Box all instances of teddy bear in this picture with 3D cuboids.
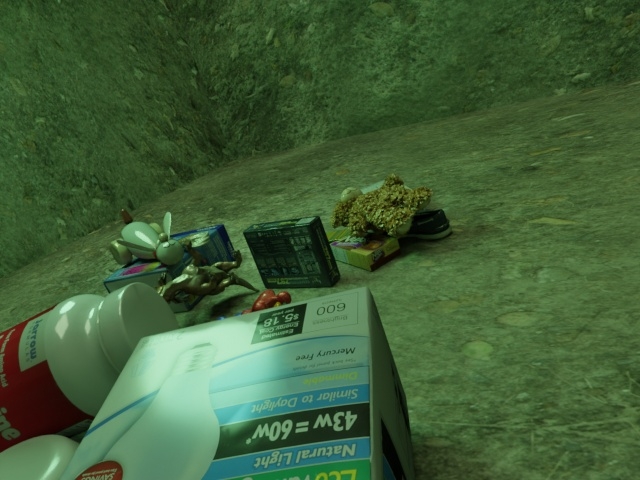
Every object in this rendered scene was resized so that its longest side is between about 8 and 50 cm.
[{"bbox_3d":[0.155,-0.096,1.382,0.245,0.113,0.338,-45,27,-4],"label":"teddy bear"}]

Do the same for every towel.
[{"bbox_3d":[0.000,0.000,1.618,0.237,0.021,0.102,-10,16,26],"label":"towel"}]

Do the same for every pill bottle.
[{"bbox_3d":[-0.469,0.239,0.909,0.408,0.229,0.229,-26,18,9],"label":"pill bottle"}]

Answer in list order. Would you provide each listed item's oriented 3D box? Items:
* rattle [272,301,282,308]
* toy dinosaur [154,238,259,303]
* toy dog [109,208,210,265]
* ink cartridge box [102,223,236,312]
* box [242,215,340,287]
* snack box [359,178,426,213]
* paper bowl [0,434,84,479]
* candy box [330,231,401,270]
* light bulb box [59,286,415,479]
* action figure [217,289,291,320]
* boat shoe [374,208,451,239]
[{"bbox_3d":[-0.156,0.221,1.001,0.200,0.142,0.130,-9,40,11],"label":"rattle"},{"bbox_3d":[-0.325,0.115,1.367,0.296,0.127,0.200,11,-45,-40],"label":"toy dinosaur"},{"bbox_3d":[-0.517,-0.020,1.494,0.334,0.161,0.220,-6,24,31],"label":"toy dog"},{"bbox_3d":[-0.458,0.081,1.639,0.270,0.151,0.395,-10,20,24],"label":"ink cartridge box"},{"bbox_3d":[-0.079,0.037,1.342,0.233,0.183,0.059,-6,23,36],"label":"box"},{"bbox_3d":[0.212,-0.132,1.705,0.187,0.060,0.322,-21,19,-3],"label":"snack box"},{"bbox_3d":[-0.436,0.408,0.740,0.284,0.148,0.284,-17,21,7],"label":"paper bowl"},{"bbox_3d":[0.121,0.024,1.388,0.109,0.053,0.187,-28,22,-24],"label":"candy box"},{"bbox_3d":[-0.079,0.277,0.579,0.358,0.225,0.361,-15,27,12],"label":"light bulb box"},{"bbox_3d":[-0.149,0.205,1.127,0.280,0.139,0.091,-34,14,29],"label":"action figure"},{"bbox_3d":[0.249,-0.051,1.425,0.095,0.079,0.255,-37,25,-32],"label":"boat shoe"}]
